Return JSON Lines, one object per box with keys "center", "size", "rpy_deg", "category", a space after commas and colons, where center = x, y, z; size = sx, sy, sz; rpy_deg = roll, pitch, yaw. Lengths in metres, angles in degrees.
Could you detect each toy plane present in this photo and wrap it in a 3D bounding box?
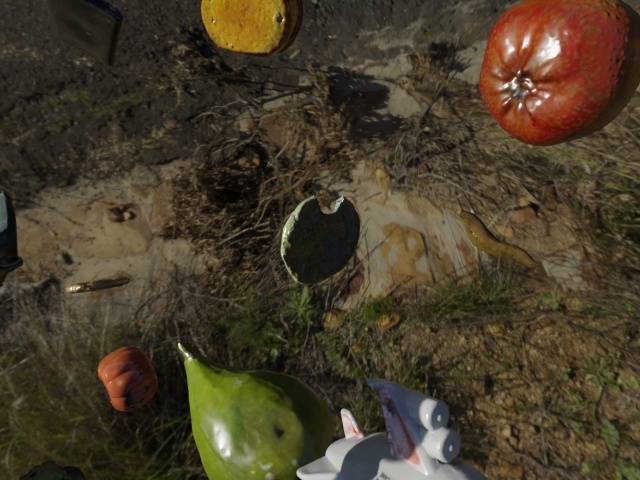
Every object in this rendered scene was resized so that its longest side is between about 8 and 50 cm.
{"center": [0.087, 0.272, 0.516], "size": [0.252, 0.118, 0.252], "rpy_deg": [13, 107, 52], "category": "toy plane"}

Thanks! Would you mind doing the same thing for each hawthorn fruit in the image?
{"center": [0.438, -0.306, 0.860], "size": [0.275, 0.299, 0.276], "rpy_deg": [12, 106, 48], "category": "hawthorn fruit"}

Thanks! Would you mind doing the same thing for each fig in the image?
{"center": [-0.110, 0.300, 0.839], "size": [0.233, 0.314, 0.233], "rpy_deg": [-16, 135, -16], "category": "fig"}

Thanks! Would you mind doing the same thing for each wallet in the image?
{"center": [-0.588, -0.541, 1.185], "size": [0.170, 0.321, 0.044], "rpy_deg": [25, 78, -25], "category": "wallet"}

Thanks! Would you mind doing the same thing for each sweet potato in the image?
{"center": [0.461, 0.007, 1.271], "size": [0.249, 0.059, 0.069], "rpy_deg": [39, 112, 17], "category": "sweet potato"}

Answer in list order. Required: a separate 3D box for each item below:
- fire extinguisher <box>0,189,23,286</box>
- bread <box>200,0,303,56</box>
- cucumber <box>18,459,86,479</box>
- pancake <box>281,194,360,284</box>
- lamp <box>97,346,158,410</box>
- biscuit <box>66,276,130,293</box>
{"center": [-0.351, 0.083, 0.336], "size": [0.095, 0.311, 0.114], "rpy_deg": [27, 142, 30], "category": "fire extinguisher"}
{"center": [-0.204, -0.691, 1.413], "size": [0.312, 0.172, 0.312], "rpy_deg": [3, 126, 5], "category": "bread"}
{"center": [-0.253, 0.320, 0.420], "size": [0.067, 0.067, 0.245], "rpy_deg": [16, 104, 7], "category": "cucumber"}
{"center": [0.000, 0.000, 1.234], "size": [0.037, 0.253, 0.254], "rpy_deg": [27, 114, 49], "category": "pancake"}
{"center": [-0.578, 0.415, 1.448], "size": [0.187, 0.163, 0.188], "rpy_deg": [32, 136, 38], "category": "lamp"}
{"center": [-0.366, 0.073, 0.791], "size": [0.071, 0.147, 0.018], "rpy_deg": [-6, 90, -6], "category": "biscuit"}
